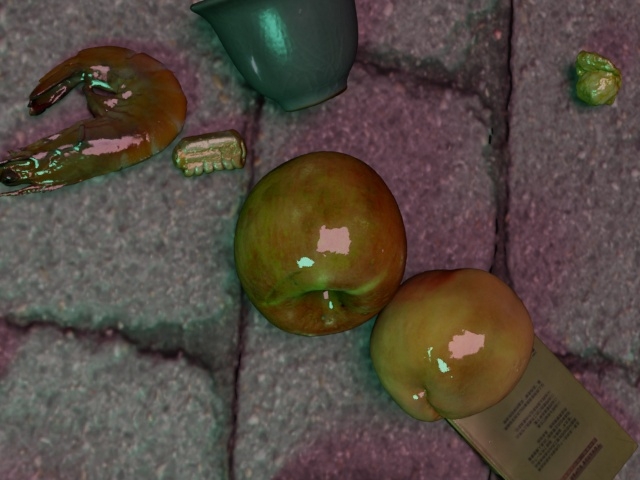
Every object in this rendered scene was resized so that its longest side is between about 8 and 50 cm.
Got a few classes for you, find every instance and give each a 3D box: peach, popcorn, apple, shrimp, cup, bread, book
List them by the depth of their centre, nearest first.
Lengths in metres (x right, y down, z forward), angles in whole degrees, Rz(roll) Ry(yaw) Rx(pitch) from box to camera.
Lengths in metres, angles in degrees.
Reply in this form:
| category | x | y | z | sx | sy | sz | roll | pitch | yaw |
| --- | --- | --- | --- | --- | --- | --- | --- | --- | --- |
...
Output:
| category | x | y | z | sx | sy | sz | roll | pitch | yaw |
| --- | --- | --- | --- | --- | --- | --- | --- | --- | --- |
| apple | 0.000 | 0.000 | 0.933 | 0.196 | 0.196 | 0.196 | 2 | 83 | -15 |
| shrimp | -0.267 | -0.129 | 0.946 | 0.248 | 0.068 | 0.150 | -34 | 80 | -21 |
| peach | 0.144 | 0.117 | 0.959 | 0.184 | 0.184 | 0.184 | 2 | 83 | -15 |
| cup | -0.030 | -0.230 | 0.973 | 0.199 | 0.199 | 0.150 | -26 | 109 | -16 |
| bread | -0.129 | -0.101 | 0.990 | 0.088 | 0.033 | 0.049 | -14 | 101 | -12 |
| book | 0.272 | 0.232 | 1.060 | 0.161 | 0.026 | 0.231 | -44 | 95 | -15 |
| popcorn | 0.362 | -0.212 | 1.113 | 0.083 | 0.059 | 0.068 | 62 | 32 | -34 |
